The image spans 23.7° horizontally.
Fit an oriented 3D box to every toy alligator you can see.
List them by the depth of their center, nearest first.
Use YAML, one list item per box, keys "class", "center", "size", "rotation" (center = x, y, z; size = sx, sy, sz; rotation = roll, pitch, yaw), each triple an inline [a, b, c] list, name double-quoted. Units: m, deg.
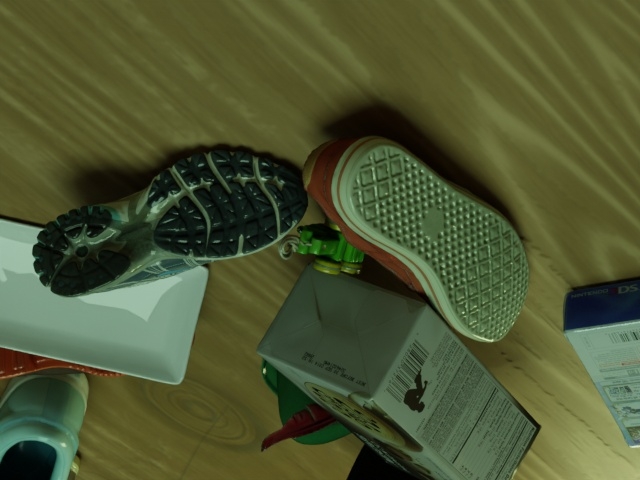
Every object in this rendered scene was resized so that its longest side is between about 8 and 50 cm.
- class: "toy alligator"
  center: [0.000, 0.000, 1.528]
  size: [0.051, 0.056, 0.190]
  rotation: [22, -169, 34]

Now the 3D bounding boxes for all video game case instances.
- class: "video game case"
  center: [0.427, 0.124, 1.633]
  size: [0.270, 0.061, 0.244]
  rotation: [-10, 138, 24]

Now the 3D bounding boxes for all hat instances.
- class: "hat"
  center: [-0.003, 0.228, 1.758]
  size: [0.209, 0.183, 0.173]
  rotation: [25, 141, -20]

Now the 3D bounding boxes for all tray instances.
- class: "tray"
  center: [-0.269, 0.063, 1.679]
  size: [0.270, 0.030, 0.145]
  rotation: [13, 103, -5]

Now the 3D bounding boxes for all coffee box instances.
- class: "coffee box"
  center: [0.090, 0.160, 1.629]
  size: [0.168, 0.118, 0.297]
  rotation: [20, 162, 41]

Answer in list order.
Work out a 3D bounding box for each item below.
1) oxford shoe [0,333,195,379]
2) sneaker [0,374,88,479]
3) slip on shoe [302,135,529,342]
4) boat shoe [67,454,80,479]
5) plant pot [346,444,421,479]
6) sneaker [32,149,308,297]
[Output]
- class: "oxford shoe"
  center: [-0.276, 0.111, 1.764]
  size: [0.272, 0.096, 0.098]
  rotation: [-2, 176, 4]
- class: "sneaker"
  center: [-0.397, 0.315, 1.910]
  size: [0.135, 0.150, 0.366]
  rotation: [18, 125, -9]
- class: "slip on shoe"
  center: [0.102, -0.004, 1.510]
  size: [0.101, 0.123, 0.331]
  rotation: [21, 167, 48]
- class: "boat shoe"
  center: [-0.437, 0.302, 2.037]
  size: [0.224, 0.073, 0.080]
  rotation: [10, 143, -2]
- class: "plant pot"
  center: [0.132, 0.325, 1.873]
  size: [0.188, 0.167, 0.187]
  rotation: [-7, 140, 19]
- class: "sneaker"
  center: [-0.147, -0.017, 1.556]
  size: [0.283, 0.110, 0.122]
  rotation: [-14, 174, 9]
